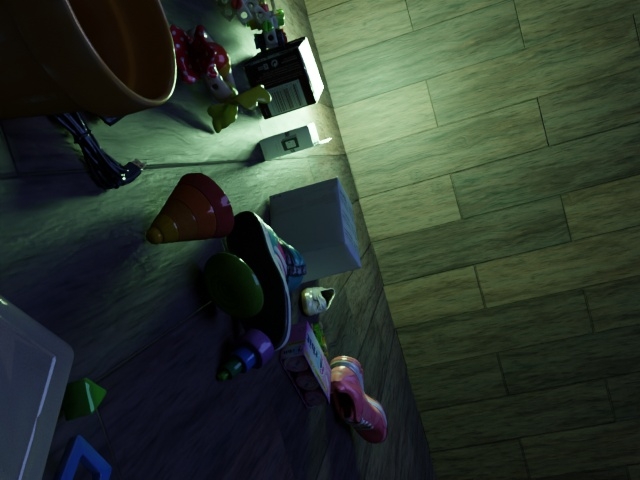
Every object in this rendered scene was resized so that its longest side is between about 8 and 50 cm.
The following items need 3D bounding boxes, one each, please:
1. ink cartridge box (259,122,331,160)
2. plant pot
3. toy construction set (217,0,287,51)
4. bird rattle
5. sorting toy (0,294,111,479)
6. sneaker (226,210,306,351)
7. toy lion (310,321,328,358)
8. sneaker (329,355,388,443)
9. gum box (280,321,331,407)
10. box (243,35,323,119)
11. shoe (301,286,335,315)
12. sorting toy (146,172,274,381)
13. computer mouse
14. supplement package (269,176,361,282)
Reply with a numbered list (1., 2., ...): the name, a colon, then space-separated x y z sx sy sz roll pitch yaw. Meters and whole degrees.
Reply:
1. ink cartridge box: -0.067 -0.279 1.568 0.104 0.180 0.060 -63 137 -72
2. plant pot: -0.282 -0.211 0.574 0.205 0.188 0.205 -14 90 -77
3. toy construction set: -0.174 -0.654 1.597 0.328 0.151 0.215 -75 156 -60
4. bird rattle: -0.236 -0.356 1.184 0.253 0.143 0.207 41 23 -46
5. sorting toy: -0.295 0.129 0.470 0.348 0.047 0.196 62 14 -47
6. sneaker: -0.096 0.098 1.158 0.178 0.124 0.295 38 32 -57
7. toy lion: 0.002 0.281 1.586 0.096 0.034 0.100 54 24 -74
8. sneaker: 0.094 0.488 1.624 0.314 0.116 0.136 63 27 -21
9. gum box: -0.030 0.300 1.347 0.107 0.062 0.188 -86 157 -54
10. box: -0.103 -0.479 1.663 0.203 0.168 0.167 -80 152 -62
11. shoe: -0.006 0.164 1.606 0.219 0.058 0.076 -13 88 -77
12. sorting toy: -0.186 0.080 0.928 0.126 0.127 0.365 -38 120 -44
13. computer mouse: -0.286 -0.193 0.822 0.262 0.060 0.184 -84 155 -56
14. supplement package: -0.014 -0.022 1.476 0.149 0.194 0.203 55 25 -55
